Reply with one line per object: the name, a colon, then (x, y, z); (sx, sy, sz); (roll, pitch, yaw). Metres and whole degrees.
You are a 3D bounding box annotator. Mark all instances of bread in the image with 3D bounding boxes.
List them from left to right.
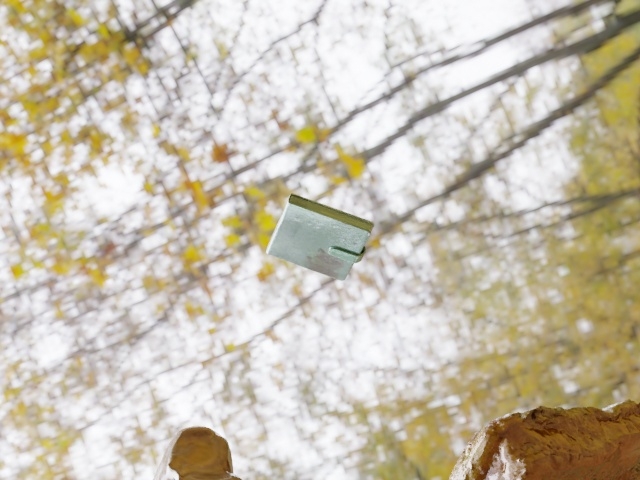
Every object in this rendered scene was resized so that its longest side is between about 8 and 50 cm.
bread: (0.302, 0.277, 1.728); (0.380, 0.185, 0.109); (2, -153, -49)

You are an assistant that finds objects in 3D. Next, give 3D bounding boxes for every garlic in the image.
garlic: (-0.114, 0.268, 1.138); (0.110, 0.228, 0.217); (23, -161, -11)

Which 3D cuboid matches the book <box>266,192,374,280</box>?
book: (0.000, 0.000, 1.558); (0.103, 0.135, 0.017); (20, -118, -4)
